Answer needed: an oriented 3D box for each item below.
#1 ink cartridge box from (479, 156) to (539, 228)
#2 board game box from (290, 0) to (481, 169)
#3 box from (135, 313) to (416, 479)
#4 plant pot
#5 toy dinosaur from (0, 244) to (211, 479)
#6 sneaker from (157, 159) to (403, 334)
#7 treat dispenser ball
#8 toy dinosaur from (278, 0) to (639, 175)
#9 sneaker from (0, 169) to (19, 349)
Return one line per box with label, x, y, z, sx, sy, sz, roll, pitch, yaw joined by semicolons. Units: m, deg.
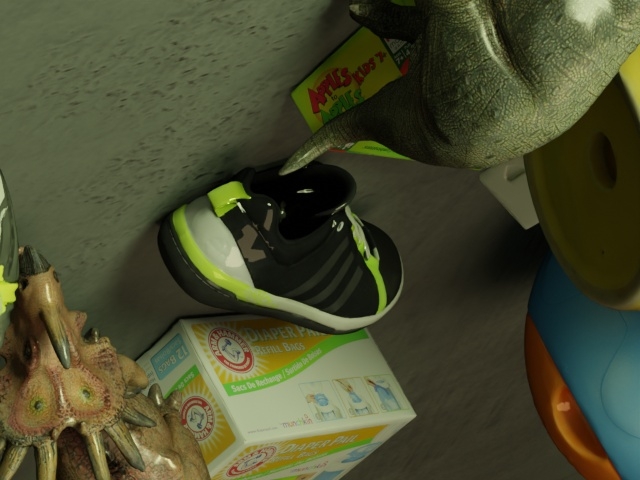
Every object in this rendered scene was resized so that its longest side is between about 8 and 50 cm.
ink cartridge box;0.172;-0.070;1.236;0.122;0.052;0.088;-41;-179;-22
board game box;0.073;-0.091;1.143;0.092;0.043;0.181;-40;157;26
box;-0.046;0.124;1.392;0.203;0.103;0.114;-2;146;-51
plant pot;0.258;-0.063;1.099;0.239;0.254;0.254;-12;154;-19
toy dinosaur;-0.123;0.135;1.161;0.127;0.296;0.200;-52;-157;-10
sneaker;0.000;0.000;1.199;0.097;0.084;0.235;-42;156;26
treat dispenser ball;0.304;0.080;1.497;0.288;0.288;0.288;-26;159;-11
toy dinosaur;0.098;-0.113;0.964;0.313;0.160;0.121;-36;158;12
sneaker;-0.301;0.078;0.898;0.385;0.145;0.147;-38;158;17
